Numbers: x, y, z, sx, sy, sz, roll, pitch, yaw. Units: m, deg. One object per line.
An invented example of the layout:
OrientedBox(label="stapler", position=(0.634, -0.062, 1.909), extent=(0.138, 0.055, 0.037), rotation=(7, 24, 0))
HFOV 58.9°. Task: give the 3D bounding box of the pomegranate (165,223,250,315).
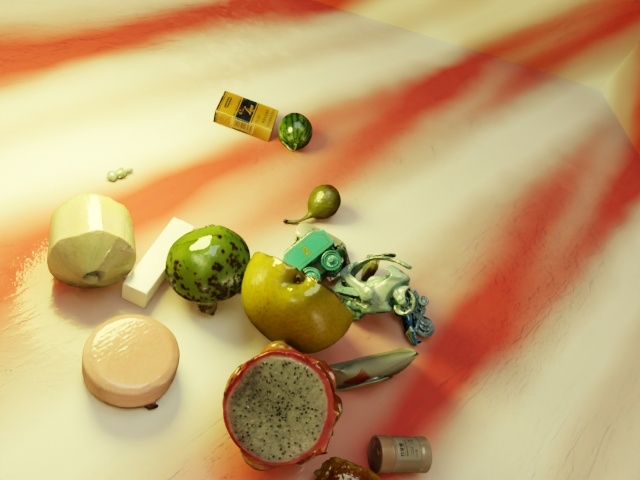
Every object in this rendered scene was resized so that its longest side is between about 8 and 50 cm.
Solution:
OrientedBox(label="pomegranate", position=(-0.327, 0.085, 1.660), extent=(0.254, 0.271, 0.254), rotation=(8, 5, -1))

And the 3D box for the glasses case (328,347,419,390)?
OrientedBox(label="glasses case", position=(0.152, 0.380, 1.673), extent=(0.308, 0.128, 0.083), rotation=(-7, 78, -28))

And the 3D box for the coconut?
OrientedBox(label="coconut", position=(-0.634, 0.018, 1.580), extent=(0.239, 0.239, 0.244), rotation=(3, 48, -21))

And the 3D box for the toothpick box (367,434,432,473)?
OrientedBox(label="toothpick box", position=(0.215, 0.582, 1.542), extent=(0.148, 0.098, 0.099), rotation=(8, 48, -18))

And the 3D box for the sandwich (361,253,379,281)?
OrientedBox(label="sandwich", position=(0.175, 0.083, 1.961), extent=(0.035, 0.105, 0.093), rotation=(19, 49, -8))

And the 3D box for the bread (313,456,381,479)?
OrientedBox(label="bread", position=(0.033, 0.715, 1.342), extent=(0.185, 0.109, 0.381), rotation=(23, 47, -4))

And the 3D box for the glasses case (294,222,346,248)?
OrientedBox(label="glasses case", position=(0.000, 0.000, 1.995), extent=(0.193, 0.049, 0.074), rotation=(27, 47, 2))

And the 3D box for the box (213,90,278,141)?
OrientedBox(label="box", position=(-0.301, -0.505, 2.301), extent=(0.237, 0.070, 0.152), rotation=(20, 46, -9))

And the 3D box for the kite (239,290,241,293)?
OrientedBox(label="kite", position=(-0.271, 0.106, 1.812), extent=(0.232, 0.009, 0.189), rotation=(44, 49, 17))

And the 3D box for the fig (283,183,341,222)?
OrientedBox(label="fig", position=(-0.029, -0.114, 2.056), extent=(0.236, 0.124, 0.124), rotation=(-35, 69, -21))

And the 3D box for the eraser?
OrientedBox(label="eraser", position=(-0.486, 0.062, 1.713), extent=(0.076, 0.078, 0.298), rotation=(26, 46, -1))

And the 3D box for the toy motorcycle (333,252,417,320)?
OrientedBox(label="toy motorcycle", position=(0.178, 0.147, 1.810), extent=(0.154, 0.260, 0.206), rotation=(25, 59, -57))

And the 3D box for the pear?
OrientedBox(label="pear", position=(-0.092, 0.198, 1.591), extent=(0.340, 0.386, 0.191), rotation=(32, 77, 12))

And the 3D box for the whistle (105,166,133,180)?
OrientedBox(label="whistle", position=(-0.679, -0.226, 1.913), extent=(0.100, 0.035, 0.035), rotation=(-28, 65, -40))

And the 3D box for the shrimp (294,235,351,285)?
OrientedBox(label="shrimp", position=(0.012, 0.047, 1.924), extent=(0.152, 0.046, 0.219), rotation=(-40, 79, -15))

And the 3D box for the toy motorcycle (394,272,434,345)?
OrientedBox(label="toy motorcycle", position=(0.283, 0.225, 1.896), extent=(0.135, 0.092, 0.255), rotation=(-18, 69, -24))

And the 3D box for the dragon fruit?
OrientedBox(label="dragon fruit", position=(-0.092, 0.416, 1.449), extent=(0.305, 0.226, 0.306), rotation=(0, 84, 2))

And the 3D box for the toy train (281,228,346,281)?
OrientedBox(label="toy train", position=(-0.024, 0.064, 1.838), extent=(0.203, 0.112, 0.163), rotation=(-38, 80, -6))

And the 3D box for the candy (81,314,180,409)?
OrientedBox(label="candy", position=(-0.488, 0.317, 1.475), extent=(0.255, 0.094, 0.255), rotation=(13, 46, -13))

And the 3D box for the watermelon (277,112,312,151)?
OrientedBox(label="watermelon", position=(-0.103, -0.421, 2.266), extent=(0.140, 0.141, 0.187), rotation=(10, 59, -15))
